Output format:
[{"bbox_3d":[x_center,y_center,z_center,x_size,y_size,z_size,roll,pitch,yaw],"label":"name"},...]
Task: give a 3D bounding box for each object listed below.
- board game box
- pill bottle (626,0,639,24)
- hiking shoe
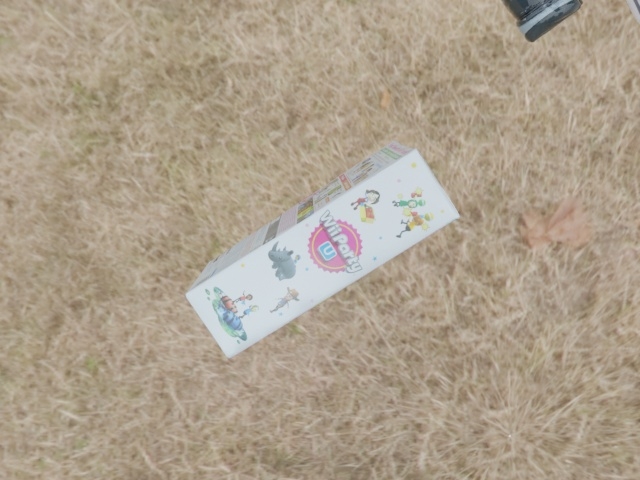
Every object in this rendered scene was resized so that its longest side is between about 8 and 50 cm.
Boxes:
[{"bbox_3d":[0.000,0.000,0.978,0.303,0.224,0.098,-33,98,5],"label":"board game box"},{"bbox_3d":[0.333,-0.258,0.746,0.108,0.180,0.108,-27,41,25],"label":"pill bottle"},{"bbox_3d":[0.295,-0.383,1.122,0.113,0.304,0.132,-33,105,21],"label":"hiking shoe"}]
